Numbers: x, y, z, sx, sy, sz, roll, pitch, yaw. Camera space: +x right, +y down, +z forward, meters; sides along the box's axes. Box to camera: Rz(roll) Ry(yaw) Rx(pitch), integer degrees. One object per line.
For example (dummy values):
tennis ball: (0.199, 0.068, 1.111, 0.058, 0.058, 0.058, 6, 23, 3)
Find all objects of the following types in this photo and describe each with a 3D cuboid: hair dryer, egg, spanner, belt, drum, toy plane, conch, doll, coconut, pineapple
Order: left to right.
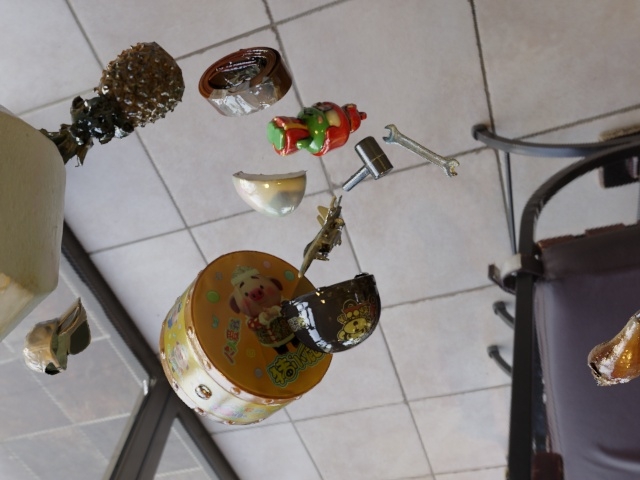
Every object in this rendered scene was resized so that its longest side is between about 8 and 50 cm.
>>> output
coconut: (-0.321, -0.025, 0.416, 0.241, 0.241, 0.241, 2, 122, 3)
pineapple: (-0.320, -0.190, 0.774, 0.251, 0.125, 0.125, -42, 118, -19)
belt: (-0.213, -0.440, 1.456, 0.261, 0.184, 0.105, -1, 154, 24)
drum: (-0.187, 0.250, 1.359, 0.431, 0.431, 0.214, 33, 132, -16)
egg: (-0.171, -0.160, 1.857, 0.271, 0.206, 0.162, -6, 108, -11)
doll: (0.004, -0.365, 1.701, 0.363, 0.182, 0.160, -24, 129, -24)
toy plane: (0.011, 0.003, 1.311, 0.088, 0.262, 0.192, 12, 138, 6)
hair dryer: (0.123, -0.217, 1.633, 0.124, 0.071, 0.219, 57, 137, 8)
spanner: (0.326, -0.298, 1.715, 0.302, 0.017, 0.071, 34, 116, 26)
conch: (0.552, 0.202, 0.938, 0.086, 0.080, 0.233, -4, 142, -24)

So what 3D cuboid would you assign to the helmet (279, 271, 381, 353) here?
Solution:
helmet: (0.033, 0.186, 1.236, 0.230, 0.160, 0.279, -15, 165, -32)

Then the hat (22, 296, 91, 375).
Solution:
hat: (-0.880, 0.311, 1.753, 0.161, 0.275, 0.232, 24, 146, -2)
